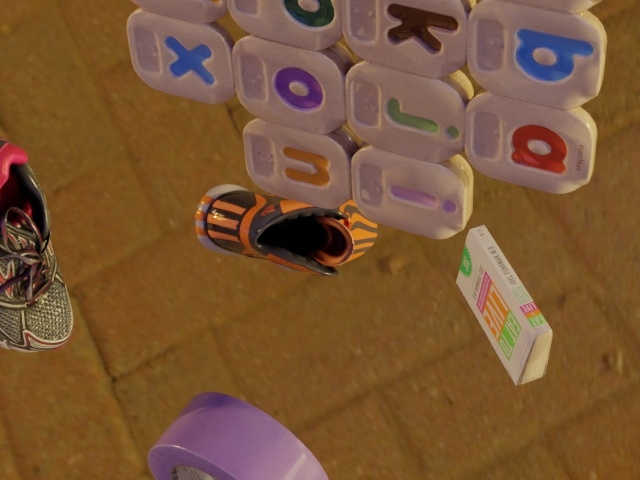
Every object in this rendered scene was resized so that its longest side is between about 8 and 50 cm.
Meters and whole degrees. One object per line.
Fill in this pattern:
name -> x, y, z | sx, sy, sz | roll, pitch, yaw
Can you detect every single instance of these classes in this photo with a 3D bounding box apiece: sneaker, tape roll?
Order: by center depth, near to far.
sneaker -> -0.329, 0.013, 1.454 | 0.112, 0.299, 0.121 | 10, 49, 27
tape roll -> -0.087, 0.255, 1.469 | 0.189, 0.189, 0.080 | 27, 57, 21
sneaker -> 0.000, 0.000, 1.839 | 0.180, 0.321, 0.124 | 16, 101, 43

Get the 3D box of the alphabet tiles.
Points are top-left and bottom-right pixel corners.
alphabet tiles -> 0.014, -0.124, 0.716 | 0.278, 0.284, 0.021 | 16, 45, 21

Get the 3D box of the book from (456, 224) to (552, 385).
book -> 0.193, 0.067, 1.440 | 0.035, 0.096, 0.144 | -18, 56, -16
